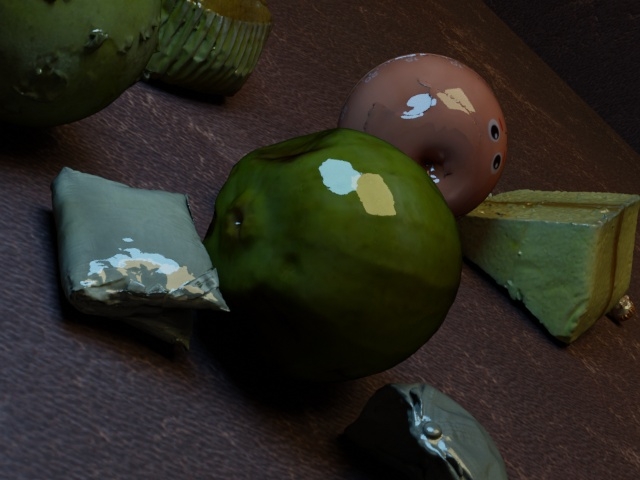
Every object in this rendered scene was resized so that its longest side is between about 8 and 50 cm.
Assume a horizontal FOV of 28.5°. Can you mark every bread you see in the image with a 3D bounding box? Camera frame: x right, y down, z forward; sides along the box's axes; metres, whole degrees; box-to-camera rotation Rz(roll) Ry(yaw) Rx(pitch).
[{"bbox_3d":[-0.180,-0.293,1.601,0.227,0.142,0.253,41,21,25],"label":"bread"},{"bbox_3d":[0.319,0.022,1.853,0.236,0.198,0.263,12,17,26],"label":"bread"}]

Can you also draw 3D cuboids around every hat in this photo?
[{"bbox_3d":[0.145,0.219,1.121,0.245,0.149,0.214,6,38,-39],"label":"hat"}]

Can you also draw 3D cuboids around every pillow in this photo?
[{"bbox_3d":[-0.164,0.006,1.093,0.134,0.077,0.181,15,31,-28],"label":"pillow"}]

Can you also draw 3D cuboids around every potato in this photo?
[{"bbox_3d":[-0.316,-0.231,1.145,0.359,0.219,0.270,10,26,-41],"label":"potato"}]

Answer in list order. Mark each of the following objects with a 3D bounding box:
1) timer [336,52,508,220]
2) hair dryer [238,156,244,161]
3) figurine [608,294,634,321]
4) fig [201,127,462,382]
[{"bbox_3d":[0.134,-0.131,1.669,0.230,0.229,0.215,35,20,-13],"label":"timer"},{"bbox_3d":[-0.002,-0.017,1.448,0.225,0.088,0.219,52,16,-3],"label":"hair dryer"},{"bbox_3d":[0.460,0.085,2.022,0.109,0.064,0.047,44,-3,-16],"label":"figurine"},{"bbox_3d":[0.027,0.020,1.161,0.271,0.239,0.239,14,32,-36],"label":"fig"}]
